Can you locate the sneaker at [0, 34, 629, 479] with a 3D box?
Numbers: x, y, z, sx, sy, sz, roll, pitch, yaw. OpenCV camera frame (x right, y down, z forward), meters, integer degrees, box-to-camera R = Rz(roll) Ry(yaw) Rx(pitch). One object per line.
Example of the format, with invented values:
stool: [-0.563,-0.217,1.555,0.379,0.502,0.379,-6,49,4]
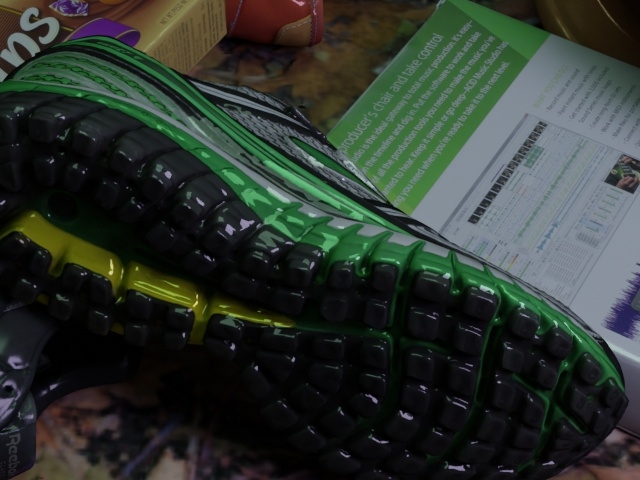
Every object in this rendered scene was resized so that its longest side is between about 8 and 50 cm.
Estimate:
sneaker: [0.000,0.000,0.801,0.343,0.134,0.146,30,36,-8]

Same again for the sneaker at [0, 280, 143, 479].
sneaker: [-0.196,0.070,0.765,0.124,0.107,0.283,39,51,20]

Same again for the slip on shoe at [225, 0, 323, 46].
slip on shoe: [0.015,-0.271,1.054,0.101,0.123,0.331,23,85,-5]

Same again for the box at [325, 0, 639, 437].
box: [0.161,-0.008,0.932,0.322,0.058,0.232,26,46,15]

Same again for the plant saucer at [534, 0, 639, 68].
plant saucer: [0.233,-0.162,1.071,0.199,0.037,0.200,7,61,-13]

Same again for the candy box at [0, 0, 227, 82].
candy box: [-0.151,-0.102,0.960,0.109,0.053,0.187,29,57,19]
